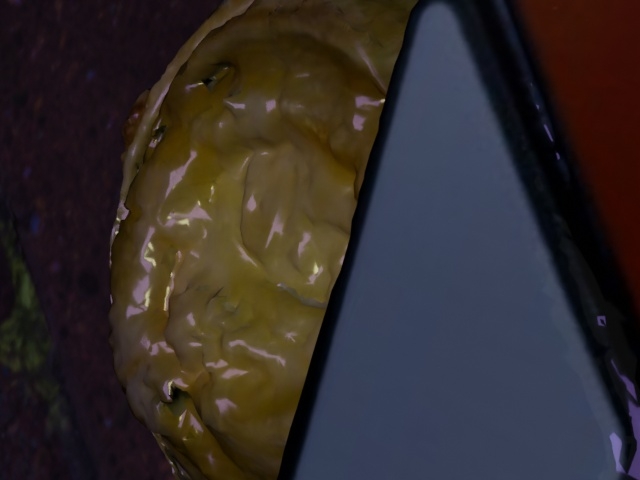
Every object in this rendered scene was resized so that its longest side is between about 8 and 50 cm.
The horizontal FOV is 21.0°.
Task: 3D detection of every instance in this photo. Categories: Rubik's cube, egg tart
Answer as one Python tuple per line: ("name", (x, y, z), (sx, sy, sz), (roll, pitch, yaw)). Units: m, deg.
("Rubik's cube", (0.158, 0.065, 0.436), (0.250, 0.248, 0.246), (21, 99, 43))
("egg tart", (0.000, 0.000, 0.694), (0.279, 0.095, 0.279), (-8, 78, 40))
